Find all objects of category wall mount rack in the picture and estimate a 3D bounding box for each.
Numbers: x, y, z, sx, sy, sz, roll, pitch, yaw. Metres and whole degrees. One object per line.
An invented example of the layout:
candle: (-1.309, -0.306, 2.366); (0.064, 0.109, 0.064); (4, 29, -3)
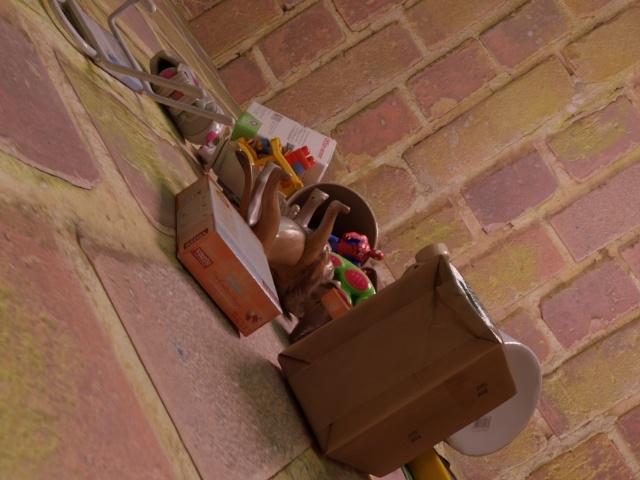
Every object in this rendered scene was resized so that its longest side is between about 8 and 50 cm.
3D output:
wall mount rack: (-0.294, -0.310, 1.150); (0.304, 0.130, 0.350); (58, 4, 5)

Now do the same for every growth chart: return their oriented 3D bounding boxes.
growth chart: (-0.146, -0.100, 1.405); (0.237, 0.021, 0.172); (48, -39, -2)

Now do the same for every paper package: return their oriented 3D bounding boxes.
paper package: (0.138, 0.214, 1.081); (0.168, 0.309, 0.325); (59, 5, 32)

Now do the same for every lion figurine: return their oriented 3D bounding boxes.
lion figurine: (-0.078, 0.001, 1.249); (0.142, 0.240, 0.392); (34, 4, 39)

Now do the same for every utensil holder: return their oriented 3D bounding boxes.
utensil holder: (0.329, 0.326, 1.782); (0.328, 0.327, 0.385); (56, -13, -29)

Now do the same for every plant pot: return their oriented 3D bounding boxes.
plant pot: (0.000, 0.000, 1.836); (0.257, 0.256, 0.274); (58, -12, 4)

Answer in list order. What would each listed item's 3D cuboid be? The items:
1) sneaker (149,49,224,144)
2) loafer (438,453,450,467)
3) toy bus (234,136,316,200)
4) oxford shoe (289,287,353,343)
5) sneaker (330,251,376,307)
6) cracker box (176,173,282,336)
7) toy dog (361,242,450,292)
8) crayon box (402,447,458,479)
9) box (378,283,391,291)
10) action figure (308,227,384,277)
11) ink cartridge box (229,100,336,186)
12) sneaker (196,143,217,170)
sneaker: (-0.293, -0.301, 1.431); (0.252, 0.103, 0.111); (52, 5, 28)
loafer: (0.235, 0.496, 1.740); (0.268, 0.084, 0.096); (57, 6, -14)
toy bus: (-0.129, -0.196, 1.774); (0.220, 0.211, 0.149); (56, 5, -4)
oxford shoe: (0.072, 0.245, 1.316); (0.364, 0.132, 0.130); (52, 1, -30)
sneaker: (0.087, 0.250, 1.531); (0.483, 0.185, 0.202); (59, -17, 5)
cracker box: (-0.138, 0.014, 0.989); (0.156, 0.067, 0.232); (55, 3, -26)
toy dog: (0.183, 0.137, 1.643); (0.161, 0.334, 0.220); (23, 21, -50)
crayon box: (0.300, 0.618, 1.617); (0.323, 0.083, 0.203); (55, 5, -34)
box: (0.183, 0.269, 2.058); (0.167, 0.203, 0.168); (57, 4, -13)
action figure: (0.024, 0.017, 1.622); (0.139, 0.280, 0.092); (-133, -126, -79)
ink cartridge box: (-0.109, -0.260, 1.928); (0.272, 0.115, 0.198); (25, 30, -4)
sneaker: (-0.238, -0.192, 1.512); (0.061, 0.054, 0.152); (40, 2, -10)
